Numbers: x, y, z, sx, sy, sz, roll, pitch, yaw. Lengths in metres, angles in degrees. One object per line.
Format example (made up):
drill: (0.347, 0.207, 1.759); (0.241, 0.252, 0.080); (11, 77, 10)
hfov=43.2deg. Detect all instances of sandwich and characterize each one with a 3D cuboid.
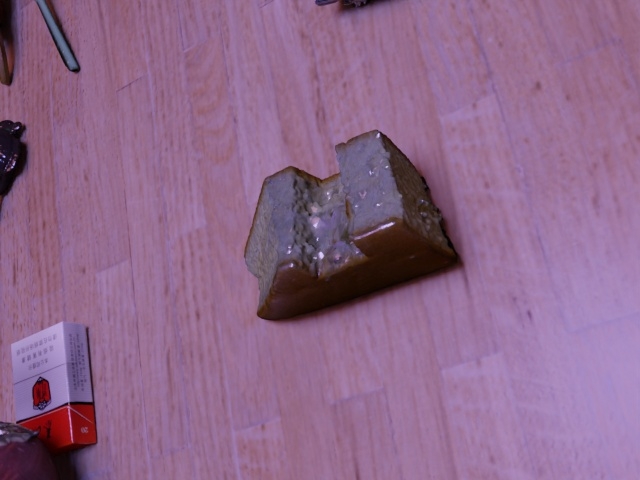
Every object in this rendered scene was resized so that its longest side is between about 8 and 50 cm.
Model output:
sandwich: (0.000, 0.000, 0.803); (0.235, 0.128, 0.122); (-24, 57, 25)

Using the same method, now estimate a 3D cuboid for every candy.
candy: (-0.426, -0.375, 1.227); (0.097, 0.097, 0.324); (-37, 69, 19)

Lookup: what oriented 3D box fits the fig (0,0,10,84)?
fig: (-0.555, -0.354, 1.253); (0.207, 0.175, 0.175); (22, 89, 21)

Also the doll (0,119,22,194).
doll: (-0.498, -0.105, 1.198); (0.139, 0.057, 0.165); (6, 71, 36)

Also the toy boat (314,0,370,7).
toy boat: (0.084, -0.302, 0.870); (0.210, 0.066, 0.085); (0, 78, 32)

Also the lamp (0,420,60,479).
lamp: (-0.346, 0.288, 0.914); (0.215, 0.223, 0.151); (-20, 46, 38)

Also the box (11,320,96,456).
box: (-0.335, 0.189, 1.011); (0.100, 0.048, 0.152); (-23, 65, 28)
